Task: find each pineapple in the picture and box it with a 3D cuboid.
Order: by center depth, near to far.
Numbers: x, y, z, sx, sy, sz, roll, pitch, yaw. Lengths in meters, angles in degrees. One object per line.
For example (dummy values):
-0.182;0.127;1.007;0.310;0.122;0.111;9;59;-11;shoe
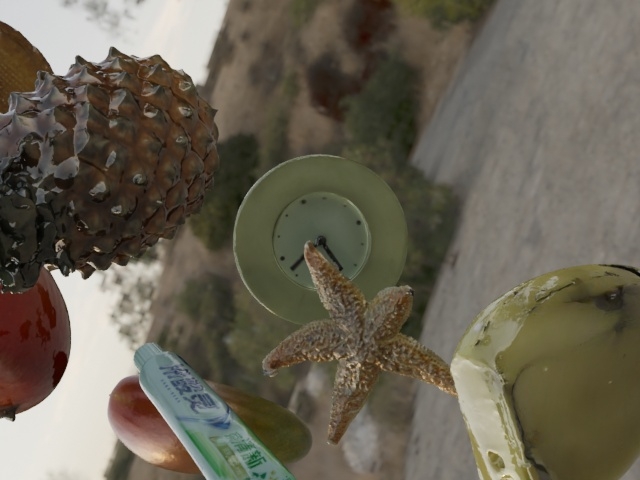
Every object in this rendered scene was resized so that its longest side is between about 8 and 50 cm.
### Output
-0.203;-0.030;0.955;0.361;0.175;0.175;-46;-20;-61;pineapple

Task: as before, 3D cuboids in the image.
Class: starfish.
0.052;0.145;1.618;0.231;0.295;0.048;-48;7;18;starfish

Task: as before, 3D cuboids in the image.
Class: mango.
-0.159;0.258;1.826;0.129;0.289;0.146;-78;-13;-45;mango

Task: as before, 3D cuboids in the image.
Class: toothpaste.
-0.100;0.175;1.190;0.297;0.074;0.048;39;143;50;toothpaste

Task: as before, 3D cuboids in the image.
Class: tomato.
-0.457;0.079;1.544;0.321;0.321;0.322;-160;90;-89;tomato

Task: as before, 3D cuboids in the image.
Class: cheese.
0.283;0.144;1.415;0.315;0.128;0.260;-29;-63;-27;cheese

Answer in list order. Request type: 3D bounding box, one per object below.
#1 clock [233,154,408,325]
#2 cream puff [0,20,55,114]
0.000;0.000;1.757;0.029;0.235;0.235;-88;18;-85;clock
-0.508;-0.162;1.889;0.212;0.303;0.303;-29;38;59;cream puff
